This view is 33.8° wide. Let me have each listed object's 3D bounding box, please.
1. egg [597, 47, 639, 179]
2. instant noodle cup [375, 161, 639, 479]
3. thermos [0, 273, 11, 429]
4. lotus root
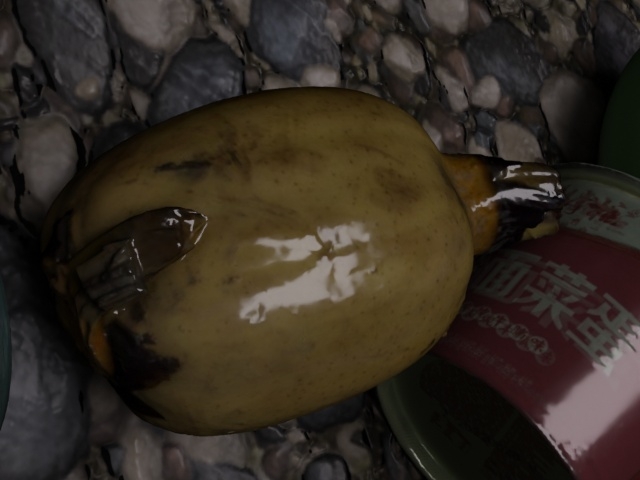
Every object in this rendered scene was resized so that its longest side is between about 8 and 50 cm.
[{"bbox_3d":[0.342,-0.059,0.870,0.220,0.220,0.270,3,69,-38],"label":"egg"},{"bbox_3d":[0.162,0.090,0.711,0.178,0.235,0.235,-39,107,-27],"label":"instant noodle cup"},{"bbox_3d":[-0.286,0.038,0.419,0.286,0.145,0.182,-2,52,-37],"label":"thermos"},{"bbox_3d":[0.000,0.000,0.601,0.310,0.183,0.183,-17,93,-22],"label":"lotus root"}]
